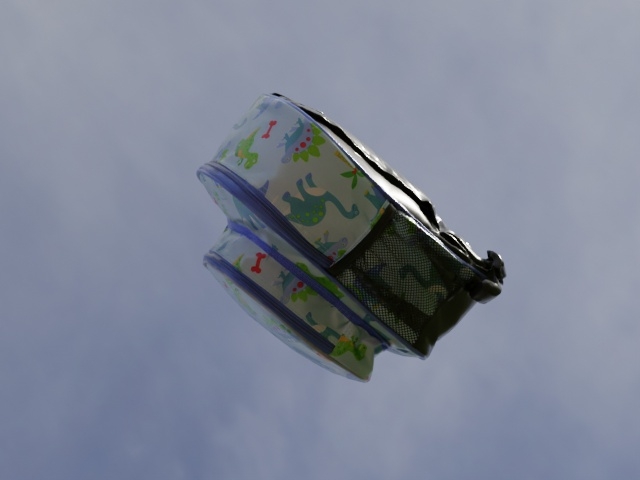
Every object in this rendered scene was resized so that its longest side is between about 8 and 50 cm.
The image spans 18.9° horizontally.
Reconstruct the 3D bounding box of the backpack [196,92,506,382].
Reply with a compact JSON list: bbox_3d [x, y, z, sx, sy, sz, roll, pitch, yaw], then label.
[{"bbox_3d":[0.000,0.000,0.787,0.114,0.105,0.084,45,-96,-13],"label":"backpack"}]
